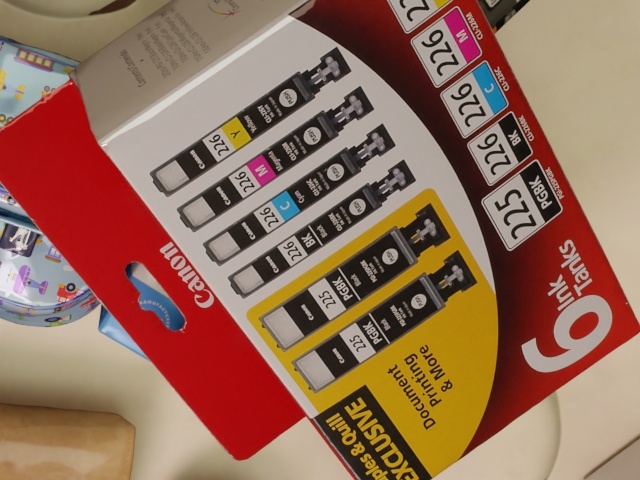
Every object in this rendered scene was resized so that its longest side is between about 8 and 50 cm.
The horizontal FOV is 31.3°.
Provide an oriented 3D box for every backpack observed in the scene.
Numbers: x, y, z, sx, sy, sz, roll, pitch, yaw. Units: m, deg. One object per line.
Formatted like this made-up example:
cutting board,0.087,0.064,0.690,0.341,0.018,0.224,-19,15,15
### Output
backpack,-0.186,-0.030,0.745,0.158,0.117,0.173,23,87,-12

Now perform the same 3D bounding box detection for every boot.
boot,-0.259,0.118,0.780,0.269,0.089,0.236,10,123,-14

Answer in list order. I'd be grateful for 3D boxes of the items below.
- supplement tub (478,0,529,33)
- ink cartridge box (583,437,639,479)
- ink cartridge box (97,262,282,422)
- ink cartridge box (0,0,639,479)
supplement tub,0.104,-0.205,0.754,0.190,0.117,0.117,-43,104,5
ink cartridge box,0.375,0.260,0.855,0.198,0.197,0.270,-38,105,3
ink cartridge box,-0.039,-0.008,0.802,0.134,0.078,0.231,32,98,-14
ink cartridge box,0.000,0.000,0.680,0.272,0.130,0.309,-35,121,-1
